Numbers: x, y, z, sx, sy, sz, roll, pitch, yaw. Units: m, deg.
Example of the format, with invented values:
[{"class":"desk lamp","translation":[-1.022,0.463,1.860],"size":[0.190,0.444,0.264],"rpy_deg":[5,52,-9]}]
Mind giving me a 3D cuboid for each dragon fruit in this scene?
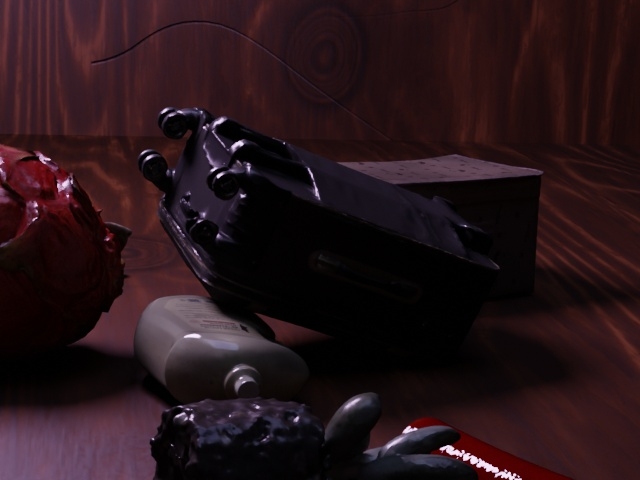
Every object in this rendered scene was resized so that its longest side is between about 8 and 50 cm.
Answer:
[{"class":"dragon fruit","translation":[-0.396,0.015,1.958],"size":[0.342,0.277,0.277],"rpy_deg":[1,12,-16]}]

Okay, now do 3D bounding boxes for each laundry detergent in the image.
[{"class":"laundry detergent","translation":[-0.108,0.134,1.859],"size":[0.181,0.091,0.253],"rpy_deg":[9,9,-20]}]

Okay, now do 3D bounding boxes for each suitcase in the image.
[{"class":"suitcase","translation":[0.000,0.000,2.033],"size":[0.434,0.194,0.283],"rpy_deg":[18,15,-28]}]

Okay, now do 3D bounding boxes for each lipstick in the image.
[{"class":"lipstick","translation":[0.164,0.228,1.497],"size":[0.080,0.080,0.241],"rpy_deg":[-7,14,-36]}]

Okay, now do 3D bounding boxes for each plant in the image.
[{"class":"plant","translation":[-0.007,0.202,1.429],"size":[0.274,0.149,0.146],"rpy_deg":[1,12,-18]}]

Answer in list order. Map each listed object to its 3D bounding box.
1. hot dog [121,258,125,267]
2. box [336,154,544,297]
[{"class":"hot dog","translation":[-0.356,0.030,2.398],"size":[0.140,0.060,0.090],"rpy_deg":[-15,24,-35]},{"class":"box","translation":[0.139,-0.017,2.393],"size":[0.297,0.190,0.225],"rpy_deg":[-4,13,-34]}]
